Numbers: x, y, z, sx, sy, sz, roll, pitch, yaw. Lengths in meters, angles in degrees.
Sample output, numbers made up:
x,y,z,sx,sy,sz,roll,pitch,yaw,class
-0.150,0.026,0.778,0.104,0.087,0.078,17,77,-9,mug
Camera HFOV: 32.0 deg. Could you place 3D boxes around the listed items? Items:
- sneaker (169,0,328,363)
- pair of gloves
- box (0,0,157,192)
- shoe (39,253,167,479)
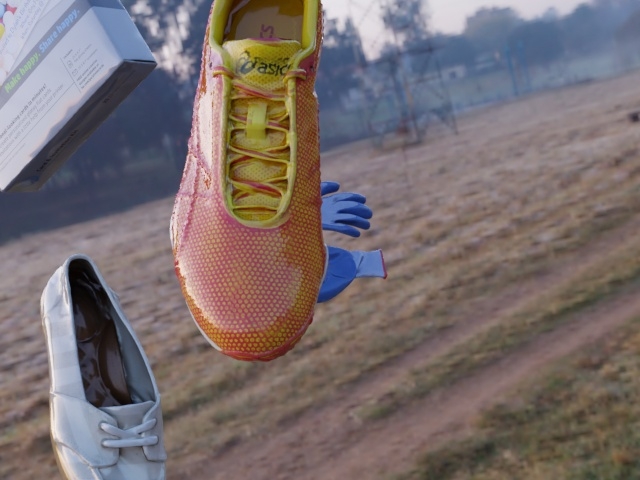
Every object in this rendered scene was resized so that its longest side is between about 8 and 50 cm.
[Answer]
x,y,z,sx,sy,sz,roll,pitch,yaw,class
-0.029,-0.039,0.432,0.064,0.175,0.067,-2,-24,-1,sneaker
0.000,0.000,1.422,0.159,0.198,0.023,-1,-41,-13,pair of gloves
-0.209,-0.150,0.770,0.145,0.186,0.038,-39,-17,28,box
-0.162,0.111,0.823,0.076,0.219,0.058,-5,-28,-33,shoe
